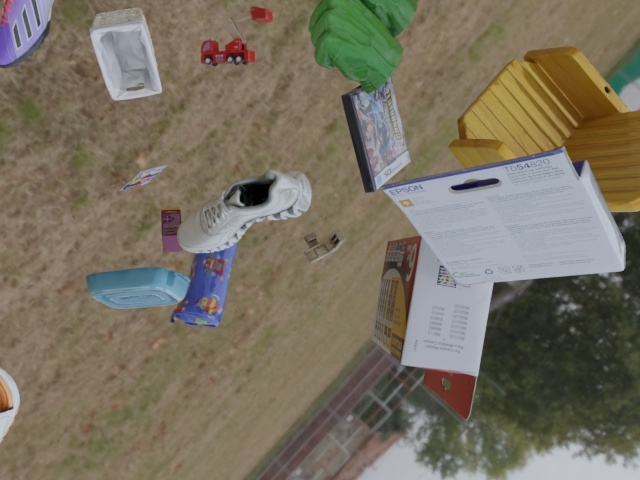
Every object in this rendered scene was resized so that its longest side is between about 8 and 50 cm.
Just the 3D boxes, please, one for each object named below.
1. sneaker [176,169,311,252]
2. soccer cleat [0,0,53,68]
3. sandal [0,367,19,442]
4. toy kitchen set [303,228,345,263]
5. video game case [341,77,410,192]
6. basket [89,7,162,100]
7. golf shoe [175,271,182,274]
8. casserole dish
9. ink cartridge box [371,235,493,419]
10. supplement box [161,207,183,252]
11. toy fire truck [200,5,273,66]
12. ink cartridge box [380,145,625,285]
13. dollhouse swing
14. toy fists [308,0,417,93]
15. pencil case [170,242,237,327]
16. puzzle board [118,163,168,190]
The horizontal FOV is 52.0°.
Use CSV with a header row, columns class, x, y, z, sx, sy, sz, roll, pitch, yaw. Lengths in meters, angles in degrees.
class,x,y,z,sx,sy,sz,roll,pitch,yaw
sneaker,-0.165,-0.061,1.235,0.292,0.110,0.118,-25,165,21
soccer cleat,-0.576,-0.493,1.293,0.318,0.108,0.116,-59,157,-3
sandal,-0.506,0.289,0.926,0.076,0.102,0.265,-88,-159,-70
toy kitchen set,0.000,0.000,1.593,0.083,0.068,0.075,-27,167,-25
video game case,0.161,-0.304,1.825,0.035,0.275,0.248,-1,-155,35
basket,-0.413,-0.403,1.406,0.113,0.103,0.167,-10,135,-5
golf shoe,-0.456,0.157,2.121,0.069,0.176,0.086,-24,119,-36
casserole dish,-0.317,0.086,1.136,0.188,0.037,0.114,-7,155,15
ink cartridge box,0.181,0.138,1.144,0.309,0.130,0.272,147,-47,-86
supplement box,-0.317,-0.023,1.400,0.043,0.083,0.055,-3,138,-13
toy fire truck,-0.217,-0.518,1.669,0.047,0.192,0.135,-25,116,-71
ink cartridge box,0.220,-0.030,0.785,0.223,0.224,0.045,-8,-130,36
dollhouse swing,0.516,-0.237,1.309,0.347,0.315,0.305,-47,-170,-22
toy fists,0.061,-0.355,1.041,0.096,0.142,0.279,-28,-149,44
pencil case,-0.289,0.079,1.687,0.133,0.119,0.306,-31,-137,58
puzzle board,-0.488,-0.173,1.814,0.096,0.011,0.128,-33,-179,27
